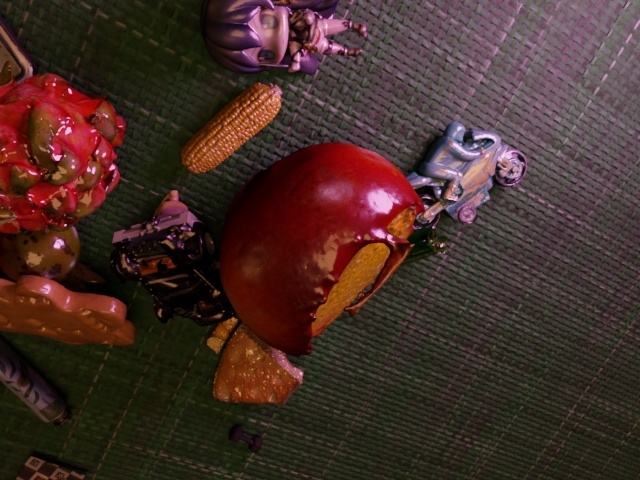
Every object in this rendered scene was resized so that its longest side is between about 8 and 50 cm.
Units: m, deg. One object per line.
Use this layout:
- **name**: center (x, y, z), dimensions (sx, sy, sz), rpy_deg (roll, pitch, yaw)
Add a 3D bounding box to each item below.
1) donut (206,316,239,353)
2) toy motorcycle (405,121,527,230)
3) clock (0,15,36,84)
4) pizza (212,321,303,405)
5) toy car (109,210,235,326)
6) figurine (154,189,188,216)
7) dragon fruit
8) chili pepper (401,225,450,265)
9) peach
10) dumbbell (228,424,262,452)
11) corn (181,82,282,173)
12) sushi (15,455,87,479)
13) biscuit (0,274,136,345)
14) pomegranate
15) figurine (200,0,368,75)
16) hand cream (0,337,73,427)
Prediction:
- **donut**: center (-0.213, 0.199, 1.151), dimensions (0.037, 0.067, 0.083), rpy_deg (34, 134, -3)
- **toy motorcycle**: center (0.290, -0.142, 1.115), dimensions (0.296, 0.109, 0.198), rpy_deg (-33, 109, 0)
- **clock**: center (-0.670, -0.328, 0.881), dimensions (0.278, 0.049, 0.273), rpy_deg (-30, 113, 0)
- **pizza**: center (-0.149, 0.304, 1.199), dimensions (0.188, 0.080, 0.204), rpy_deg (36, 109, 3)
- **toy car**: center (-0.266, 0.068, 1.030), dimensions (0.193, 0.118, 0.301), rpy_deg (-16, 141, 10)
- **figurine**: center (-0.316, -0.012, 1.062), dimensions (0.083, 0.083, 0.188), rpy_deg (16, 119, -16)
- **dragon fruit**: center (-0.460, -0.143, 0.880), dimensions (0.237, 0.303, 0.231), rpy_deg (40, 128, 1)
- **chili pepper**: center (0.170, 0.021, 1.146), dimensions (0.224, 0.061, 0.098), rpy_deg (-19, 143, 12)
- **peach**: center (-0.021, -0.001, 0.981), dimensions (0.310, 0.335, 0.406), rpy_deg (42, 107, 7)
- **dumbbell**: center (-0.180, 0.479, 1.267), dimensions (0.083, 0.040, 0.036), rpy_deg (36, 130, -20)
- **corn**: center (-0.170, -0.216, 1.008), dimensions (0.238, 0.080, 0.080), rpy_deg (-40, 112, 2)
- **sushi**: center (-0.645, 0.588, 1.212), dimensions (0.139, 0.031, 0.201), rpy_deg (31, 97, -19)
- **biscuit**: center (-0.532, 0.138, 0.986), dimensions (0.354, 0.052, 0.275), rpy_deg (10, 149, -7)
- **pomegranate**: center (-0.516, 0.041, 0.989), dimensions (0.156, 0.156, 0.220), rpy_deg (-15, 121, -6)
- **figurine**: center (-0.074, -0.373, 0.916), dimensions (0.264, 0.197, 0.175), rpy_deg (-2, 109, -32)
- **hand cream**: center (-0.618, 0.287, 1.088), dimensions (0.058, 0.091, 0.271), rpy_deg (-28, 115, 4)
